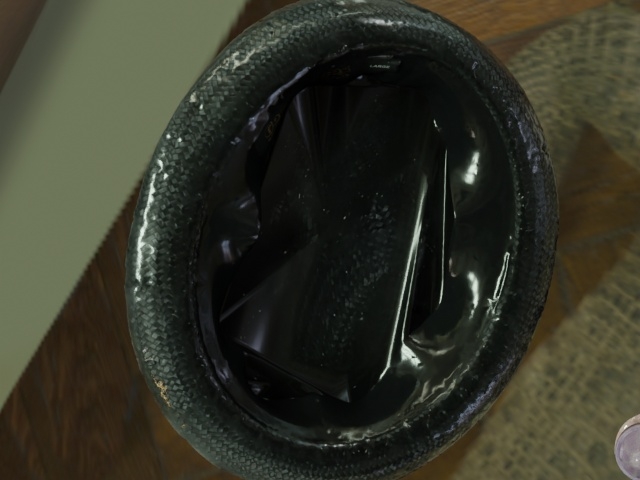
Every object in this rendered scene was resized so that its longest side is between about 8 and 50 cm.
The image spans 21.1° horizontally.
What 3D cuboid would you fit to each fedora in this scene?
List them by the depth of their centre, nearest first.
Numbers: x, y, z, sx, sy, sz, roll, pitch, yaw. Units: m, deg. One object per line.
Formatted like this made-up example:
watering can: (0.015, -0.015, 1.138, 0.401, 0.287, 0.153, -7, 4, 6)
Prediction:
fedora: (0.000, 0.000, 1.177, 0.334, 0.152, 0.334, -2, 96, -22)

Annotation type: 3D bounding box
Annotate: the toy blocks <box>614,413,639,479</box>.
toy blocks: (0.424, 0.108, 1.496, 0.288, 0.260, 0.309, 19, 97, 16)
